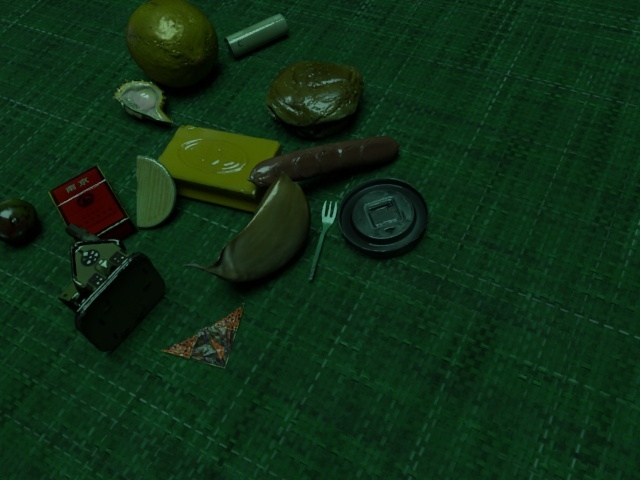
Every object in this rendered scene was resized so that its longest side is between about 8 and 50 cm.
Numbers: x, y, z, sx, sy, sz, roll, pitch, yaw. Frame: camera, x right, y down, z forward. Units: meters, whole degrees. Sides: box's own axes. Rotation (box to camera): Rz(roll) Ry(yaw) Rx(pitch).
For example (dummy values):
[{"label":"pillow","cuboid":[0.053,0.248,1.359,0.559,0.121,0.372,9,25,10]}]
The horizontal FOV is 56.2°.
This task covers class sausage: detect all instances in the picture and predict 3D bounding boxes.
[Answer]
[{"label":"sausage","cuboid":[0.012,-0.207,1.552,0.433,0.088,0.088,-15,54,-20]}]

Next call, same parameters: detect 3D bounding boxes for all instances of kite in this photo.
[{"label":"kite","cuboid":[-0.246,0.246,1.380,0.222,0.008,0.125,-29,57,-11]}]

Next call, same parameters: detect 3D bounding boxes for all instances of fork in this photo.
[{"label":"fork","cuboid":[0.000,0.001,1.500,0.039,0.021,0.235,6,59,17]}]

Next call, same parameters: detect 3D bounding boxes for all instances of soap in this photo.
[{"label":"soap","cuboid":[-0.275,-0.202,1.630,0.324,0.096,0.204,12,60,16]}]

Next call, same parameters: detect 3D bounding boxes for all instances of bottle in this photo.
[{"label":"bottle","cuboid":[-0.207,-0.664,1.943,0.201,0.072,0.072,-28,57,-10]}]

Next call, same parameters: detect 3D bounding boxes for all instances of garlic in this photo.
[{"label":"garlic","cuboid":[-0.166,-0.005,1.429,0.338,0.196,0.151,-45,46,-17]}]

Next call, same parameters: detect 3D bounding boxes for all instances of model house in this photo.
[{"label":"model house","cuboid":[-0.551,0.090,1.410,0.278,0.205,0.218,28,63,22]}]

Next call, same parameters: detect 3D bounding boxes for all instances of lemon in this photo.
[{"label":"lemon","cuboid":[-0.457,-0.610,1.834,0.310,0.258,0.258,31,66,18]}]

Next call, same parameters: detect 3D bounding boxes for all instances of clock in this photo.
[{"label":"clock","cuboid":[0.156,-0.057,1.498,0.226,0.049,0.226,-4,57,7]}]

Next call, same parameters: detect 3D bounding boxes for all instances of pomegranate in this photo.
[{"label":"pomegranate","cuboid":[-0.823,-0.050,1.609,0.130,0.130,0.130,-4,56,6]}]

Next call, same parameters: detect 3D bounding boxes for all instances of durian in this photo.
[{"label":"durian","cuboid":[-0.524,-0.402,1.820,0.224,0.078,0.140,41,58,18]}]

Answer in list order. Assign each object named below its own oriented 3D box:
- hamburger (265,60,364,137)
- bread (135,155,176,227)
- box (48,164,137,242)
[{"label":"hamburger","cuboid":[-0.021,-0.421,1.716,0.285,0.134,0.265,12,61,13]},{"label":"bread","cuboid":[-0.429,-0.126,1.582,0.112,0.036,0.193,4,101,12]},{"label":"box","cuboid":[-0.615,-0.081,1.617,0.153,0.074,0.240,-34,58,-9]}]
